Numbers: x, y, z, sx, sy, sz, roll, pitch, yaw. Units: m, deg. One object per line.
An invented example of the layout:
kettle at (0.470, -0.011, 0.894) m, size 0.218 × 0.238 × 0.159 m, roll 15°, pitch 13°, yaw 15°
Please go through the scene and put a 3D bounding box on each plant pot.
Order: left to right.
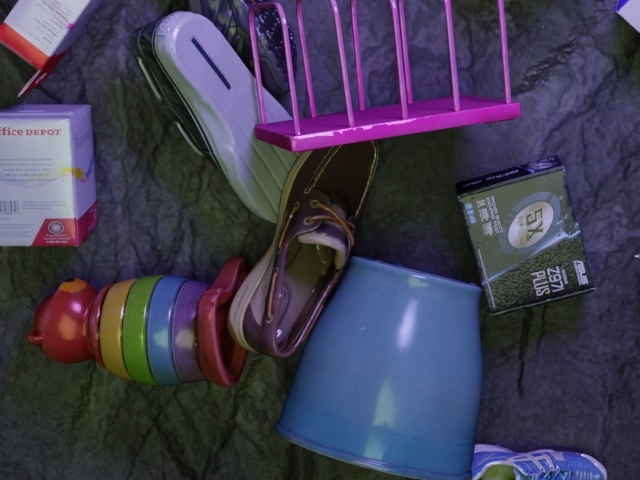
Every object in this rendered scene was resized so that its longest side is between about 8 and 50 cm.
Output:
plant pot at (0.099, 0.161, 1.871) m, size 0.271 × 0.271 × 0.255 m, roll 14°, pitch 90°, yaw 0°

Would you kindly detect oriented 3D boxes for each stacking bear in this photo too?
stacking bear at (-0.256, 0.117, 1.931) m, size 0.289 × 0.175 × 0.164 m, roll 2°, pitch 112°, yaw 13°

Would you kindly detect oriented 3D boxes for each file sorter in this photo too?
file sorter at (0.070, -0.227, 1.747) m, size 0.290 × 0.202 × 0.182 m, roll -10°, pitch 101°, yaw -13°

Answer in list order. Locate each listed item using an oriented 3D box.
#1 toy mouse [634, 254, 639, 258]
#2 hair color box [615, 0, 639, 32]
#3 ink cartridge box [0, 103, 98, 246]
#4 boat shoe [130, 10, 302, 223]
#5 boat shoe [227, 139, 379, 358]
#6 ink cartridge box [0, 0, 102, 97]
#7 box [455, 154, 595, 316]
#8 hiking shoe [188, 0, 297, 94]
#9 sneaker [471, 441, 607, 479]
toy mouse at (0.488, 0.053, 1.918) m, size 0.143 × 0.031 × 0.161 m, roll 28°, pitch 105°, yaw -4°
hair color box at (0.549, -0.351, 1.721) m, size 0.185 × 0.110 × 0.339 m, roll 40°, pitch 120°, yaw -7°
ink cartridge box at (-0.378, -0.091, 1.892) m, size 0.128 × 0.127 × 0.176 m, roll 1°, pitch 105°, yaw 5°
boat shoe at (-0.130, -0.166, 1.863) m, size 0.121 × 0.119 × 0.335 m, roll -46°, pitch 123°, yaw -27°
boat shoe at (0.000, 0.000, 1.844) m, size 0.123 × 0.123 × 0.342 m, roll 34°, pitch 81°, yaw -29°
ink cartridge box at (-0.342, -0.306, 1.829) m, size 0.078 × 0.134 × 0.231 m, roll 38°, pitch 104°, yaw -7°
box at (0.276, -0.005, 1.894) m, size 0.147 × 0.077 × 0.180 m, roll -14°, pitch 103°, yaw 7°
hiking shoe at (-0.119, -0.284, 1.857) m, size 0.114 × 0.086 × 0.227 m, roll -24°, pitch 106°, yaw 31°
sneaker at (0.300, 0.337, 1.982) m, size 0.211 × 0.081 × 0.080 m, roll 1°, pitch 103°, yaw 2°
